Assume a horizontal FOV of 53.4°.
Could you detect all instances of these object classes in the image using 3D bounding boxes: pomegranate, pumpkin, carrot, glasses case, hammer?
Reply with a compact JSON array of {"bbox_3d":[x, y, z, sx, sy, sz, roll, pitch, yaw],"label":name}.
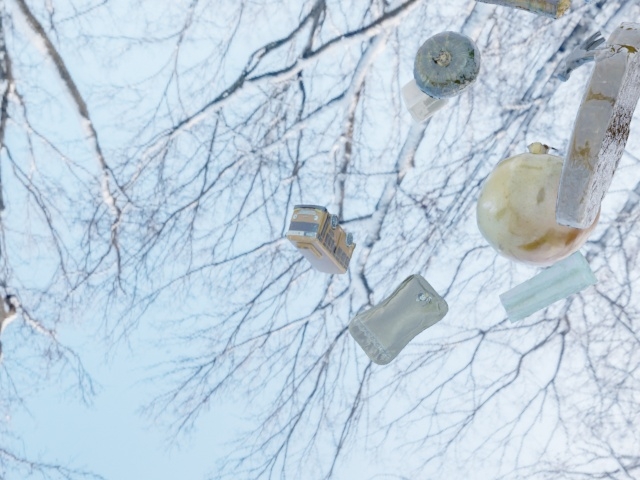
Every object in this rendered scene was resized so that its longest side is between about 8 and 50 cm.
[{"bbox_3d":[0.550,-0.094,1.617,0.319,0.319,0.319,12,-134,-12],"label":"pomegranate"},{"bbox_3d":[0.409,-0.566,2.063,0.223,0.224,0.157,44,-166,19],"label":"pumpkin"},{"bbox_3d":[0.457,-0.572,1.491,0.070,0.070,0.260,-24,-137,-37],"label":"carrot"},{"bbox_3d":[0.380,-0.537,2.346,0.076,0.144,0.336,49,-161,-18],"label":"glasses case"},{"bbox_3d":[0.852,-0.522,1.770,0.044,0.168,0.440,39,177,-22],"label":"hammer"}]

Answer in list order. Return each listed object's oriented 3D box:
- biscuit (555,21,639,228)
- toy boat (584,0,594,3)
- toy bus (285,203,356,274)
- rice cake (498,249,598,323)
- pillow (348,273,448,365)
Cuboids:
[{"bbox_3d":[0.469,-0.196,1.046,0.074,0.359,0.381,18,-119,24],"label":"biscuit"},{"bbox_3d":[0.753,-0.778,1.676,0.070,0.292,0.210,14,-149,15],"label":"toy boat"},{"bbox_3d":[0.000,0.000,1.582,0.098,0.201,0.114,5,-115,30],"label":"toy bus"},{"bbox_3d":[0.524,0.113,1.483,0.040,0.226,0.085,-13,-109,-56],"label":"rice cake"},{"bbox_3d":[0.176,0.175,1.418,0.217,0.033,0.130,-35,-113,-12],"label":"pillow"}]
